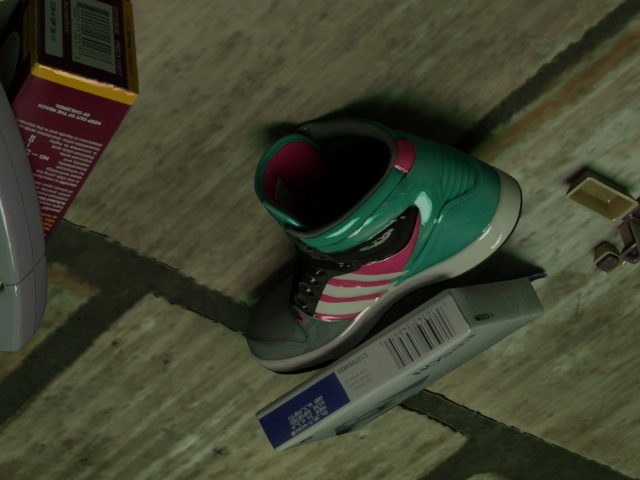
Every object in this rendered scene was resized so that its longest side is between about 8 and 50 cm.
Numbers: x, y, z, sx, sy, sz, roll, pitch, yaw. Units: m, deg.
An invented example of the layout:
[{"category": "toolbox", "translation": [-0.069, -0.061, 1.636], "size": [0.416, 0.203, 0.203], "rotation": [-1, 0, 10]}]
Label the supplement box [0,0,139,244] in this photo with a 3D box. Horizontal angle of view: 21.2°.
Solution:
[{"category": "supplement box", "translation": [-0.211, -0.091, 1.277], "size": [0.081, 0.104, 0.188], "rotation": [16, 133, -25]}]

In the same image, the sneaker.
[{"category": "sneaker", "translation": [0.000, 0.000, 1.408], "size": [0.178, 0.123, 0.295], "rotation": [31, 129, -33]}]

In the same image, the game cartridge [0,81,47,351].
[{"category": "game cartridge", "translation": [-0.305, -0.055, 1.229], "size": [0.198, 0.062, 0.297], "rotation": [-1, 121, 19]}]

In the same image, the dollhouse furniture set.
[{"category": "dollhouse furniture set", "translation": [0.251, 0.002, 1.489], "size": [0.114, 0.081, 0.091], "rotation": [24, 129, -33]}]

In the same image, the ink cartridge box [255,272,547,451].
[{"category": "ink cartridge box", "translation": [0.084, 0.106, 1.516], "size": [0.223, 0.045, 0.224], "rotation": [-35, 167, 26]}]
